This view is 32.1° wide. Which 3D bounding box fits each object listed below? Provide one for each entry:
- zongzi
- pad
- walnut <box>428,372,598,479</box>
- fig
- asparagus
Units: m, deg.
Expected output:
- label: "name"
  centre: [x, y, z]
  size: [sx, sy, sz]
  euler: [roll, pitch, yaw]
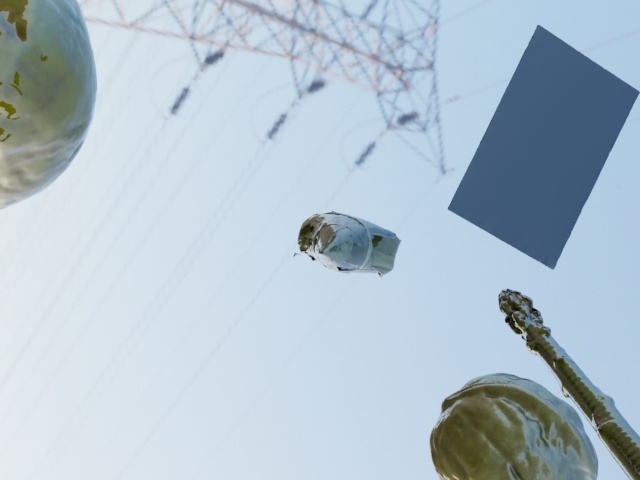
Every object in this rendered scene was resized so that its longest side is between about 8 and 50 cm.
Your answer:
- label: "zongzi"
  centre: [0.000, 0.000, 1.051]
  size: [0.109, 0.119, 0.055]
  euler: [14, -83, 39]
- label: "pad"
  centre: [0.206, -0.084, 1.015]
  size: [0.190, 0.127, 0.004]
  euler: [-63, -159, -4]
- label: "walnut"
  centre: [0.099, 0.110, 0.570]
  size: [0.092, 0.092, 0.092]
  euler: [-43, -142, 46]
- label: "fig"
  centre: [-0.436, -0.219, 1.397]
  size: [0.343, 0.343, 0.343]
  euler: [-43, -142, 46]
- label: "asparagus"
  centre: [0.084, 0.049, 0.352]
  size: [0.013, 0.016, 0.166]
  euler: [-35, -159, 5]
